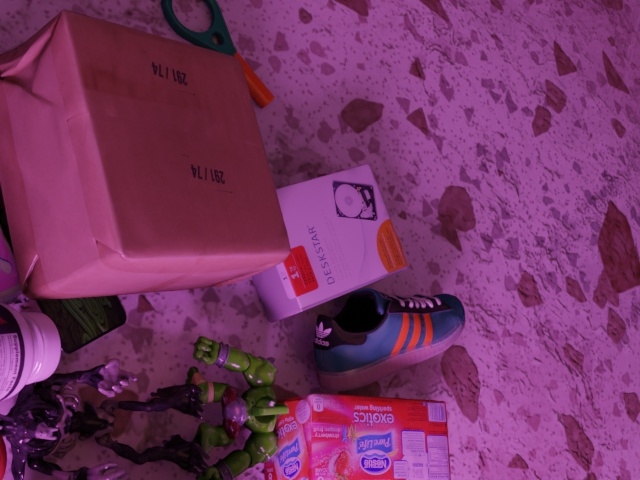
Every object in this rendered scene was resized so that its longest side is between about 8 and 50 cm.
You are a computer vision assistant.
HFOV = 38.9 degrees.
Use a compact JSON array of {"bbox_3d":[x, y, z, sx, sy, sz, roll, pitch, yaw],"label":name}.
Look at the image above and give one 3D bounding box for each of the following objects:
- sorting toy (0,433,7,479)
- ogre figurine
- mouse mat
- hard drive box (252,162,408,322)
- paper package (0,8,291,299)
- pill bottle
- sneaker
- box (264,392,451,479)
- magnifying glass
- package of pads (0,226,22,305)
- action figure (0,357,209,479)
[{"bbox_3d":[-0.482,0.188,0.872,0.365,0.126,0.127,17,65,-22],"label":"sorting toy"},{"bbox_3d":[-0.112,0.230,1.207,0.118,0.097,0.197,2,63,-26],"label":"ogre figurine"},{"bbox_3d":[-0.315,0.036,1.119,0.189,0.007,0.152,65,20,-3],"label":"mouse mat"},{"bbox_3d":[0.000,0.000,1.371,0.232,0.089,0.181,-20,88,-40],"label":"hard drive box"},{"bbox_3d":[-0.220,-0.094,1.126,0.325,0.168,0.309,-2,74,-56],"label":"paper package"},{"bbox_3d":[-0.369,0.118,0.938,0.193,0.108,0.108,2,74,-60],"label":"pill bottle"},{"bbox_3d":[0.114,0.122,1.390,0.302,0.108,0.121,-21,111,-39],"label":"sneaker"},{"bbox_3d":[0.053,0.293,1.296,0.257,0.122,0.128,10,70,-35],"label":"box"},{"bbox_3d":[-0.154,-0.299,1.390,0.231,0.026,0.092,48,52,-13],"label":"magnifying glass"},{"bbox_3d":[-0.489,-0.026,0.987,0.229,0.101,0.296,-27,93,-41],"label":"package of pads"},{"bbox_3d":[-0.261,0.217,1.066,0.276,0.141,0.164,8,80,-38],"label":"action figure"}]
